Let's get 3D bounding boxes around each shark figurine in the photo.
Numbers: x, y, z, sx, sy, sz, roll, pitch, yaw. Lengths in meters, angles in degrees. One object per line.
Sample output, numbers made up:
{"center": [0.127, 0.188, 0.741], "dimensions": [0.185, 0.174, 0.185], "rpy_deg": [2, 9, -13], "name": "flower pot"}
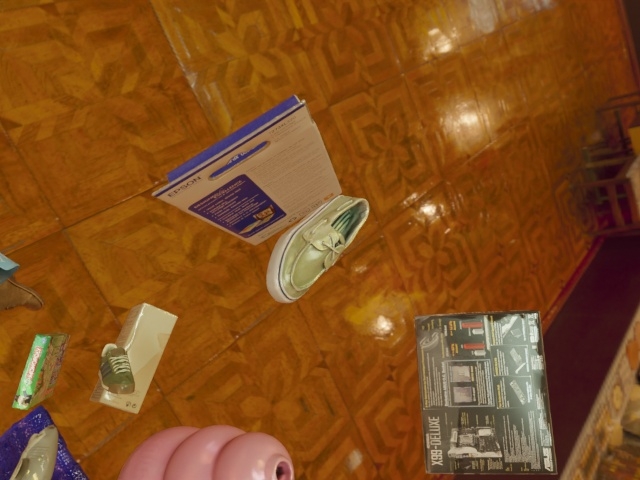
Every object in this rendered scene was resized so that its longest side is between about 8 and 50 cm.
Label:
{"center": [-0.486, 0.458, 0.794], "dimensions": [0.116, 0.166, 0.278], "rpy_deg": [29, 65, -19], "name": "shark figurine"}

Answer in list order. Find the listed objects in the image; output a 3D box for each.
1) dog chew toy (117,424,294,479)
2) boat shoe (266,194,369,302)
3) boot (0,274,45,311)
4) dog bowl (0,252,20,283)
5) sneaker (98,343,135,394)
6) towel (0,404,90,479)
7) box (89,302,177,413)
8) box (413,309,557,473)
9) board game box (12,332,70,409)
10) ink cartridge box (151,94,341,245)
{"center": [-0.179, 0.395, 0.784], "dimensions": [0.207, 0.332, 0.206], "rpy_deg": [34, 43, -38], "name": "dog chew toy"}
{"center": [0.000, 0.000, 0.952], "dimensions": [0.109, 0.094, 0.302], "rpy_deg": [59, 44, -27], "name": "boat shoe"}
{"center": [-1.008, 0.183, 1.567], "dimensions": [0.305, 0.113, 0.115], "rpy_deg": [86, 15, -63], "name": "boot"}
{"center": [-0.587, 0.080, 0.728], "dimensions": [0.166, 0.297, 0.074], "rpy_deg": [-37, 101, 3], "name": "dog bowl"}
{"center": [-0.491, 0.301, 1.166], "dimensions": [0.064, 0.192, 0.086], "rpy_deg": [7, 89, -36], "name": "sneaker"}
{"center": [-0.596, 0.538, 1.046], "dimensions": [0.308, 0.228, 0.076], "rpy_deg": [51, 25, 9], "name": "towel"}
{"center": [-0.576, 0.362, 1.508], "dimensions": [0.121, 0.148, 0.310], "rpy_deg": [31, 62, -26], "name": "box"}
{"center": [0.318, 0.297, 0.969], "dimensions": [0.076, 0.243, 0.307], "rpy_deg": [39, 47, -78], "name": "box"}
{"center": [-0.883, 0.405, 1.557], "dimensions": [0.046, 0.317, 0.213], "rpy_deg": [16, 76, -15], "name": "board game box"}
{"center": [-0.075, -0.082, 0.643], "dimensions": [0.176, 0.371, 0.069], "rpy_deg": [-31, 81, 3], "name": "ink cartridge box"}
